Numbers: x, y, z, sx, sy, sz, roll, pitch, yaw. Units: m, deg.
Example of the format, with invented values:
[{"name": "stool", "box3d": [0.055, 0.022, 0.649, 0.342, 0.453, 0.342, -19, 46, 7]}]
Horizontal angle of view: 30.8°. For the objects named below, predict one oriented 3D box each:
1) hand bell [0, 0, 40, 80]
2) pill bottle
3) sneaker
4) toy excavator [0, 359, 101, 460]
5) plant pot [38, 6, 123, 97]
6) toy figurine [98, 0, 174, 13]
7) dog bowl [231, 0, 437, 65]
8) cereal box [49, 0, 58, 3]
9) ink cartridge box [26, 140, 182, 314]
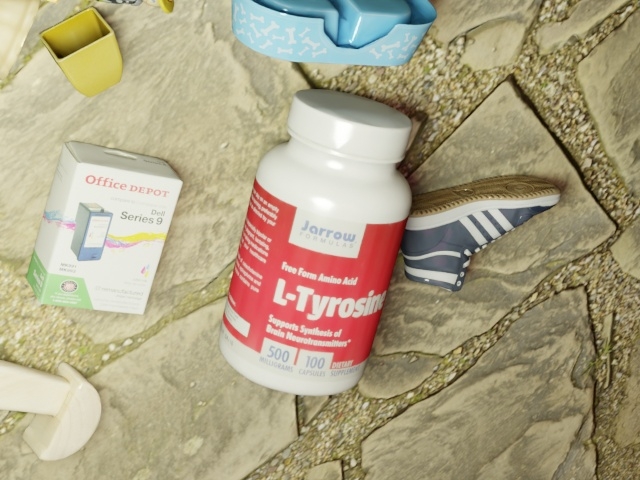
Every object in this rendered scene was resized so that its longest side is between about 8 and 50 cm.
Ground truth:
[{"name": "hand bell", "box3d": [-0.468, -0.299, 1.382, 0.242, 0.126, 0.126, 24, 102, -22]}, {"name": "pill bottle", "box3d": [0.000, 0.000, 1.682, 0.229, 0.229, 0.407, 3, 113, -28]}, {"name": "sneaker", "box3d": [0.257, -0.010, 1.886, 0.282, 0.099, 0.153, -11, 114, -15]}, {"name": "toy excavator", "box3d": [-0.564, 0.249, 1.546, 0.445, 0.222, 0.433, -43, 128, -13]}, {"name": "plant pot", "box3d": [-0.301, -0.235, 1.501, 0.081, 0.081, 0.083, -31, 135, -11]}, {"name": "toy figurine", "box3d": [-0.203, -0.388, 1.378, 0.148, 0.213, 0.209, 8, 116, 11]}, {"name": "dog bowl", "box3d": [0.014, -0.303, 1.583, 0.297, 0.166, 0.074, -2, 126, -26]}, {"name": "cereal box", "box3d": [-0.424, -0.345, 1.322, 0.240, 0.173, 0.047, 15, 107, -33]}, {"name": "ink cartridge box", "box3d": [-0.299, -0.015, 1.603, 0.154, 0.093, 0.212, 10, 108, -30]}]
